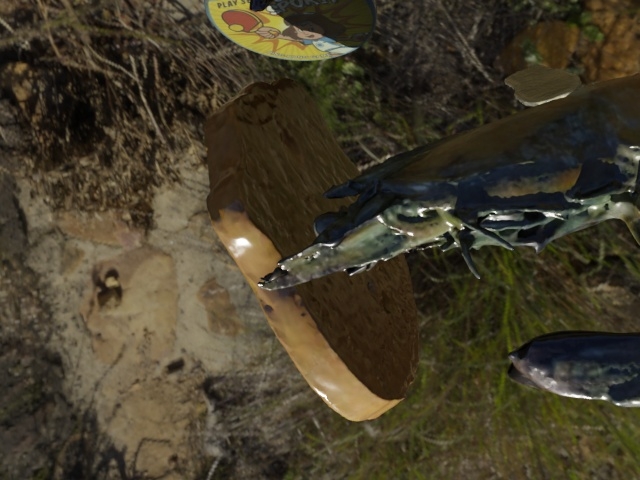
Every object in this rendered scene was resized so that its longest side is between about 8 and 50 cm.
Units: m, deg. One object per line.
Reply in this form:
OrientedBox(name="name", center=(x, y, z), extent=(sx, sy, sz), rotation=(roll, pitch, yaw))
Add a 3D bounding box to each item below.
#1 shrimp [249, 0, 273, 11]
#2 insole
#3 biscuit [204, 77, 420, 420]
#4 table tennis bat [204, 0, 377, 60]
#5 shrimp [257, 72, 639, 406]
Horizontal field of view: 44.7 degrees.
OrientedBox(name="shrimp", center=(-0.041, -0.294, 0.763), extent=(0.035, 0.148, 0.195), rotation=(26, 79, -24))
OrientedBox(name="insole", center=(0.292, -0.210, 1.034), extent=(0.081, 0.248, 0.011), rotation=(-19, 107, 9))
OrientedBox(name="biscuit", center=(-0.002, 0.001, 0.854), extent=(0.062, 0.385, 0.365), rotation=(-27, 108, 21))
OrientedBox(name="table tennis bat", center=(-0.052, -0.303, 0.950), extent=(0.215, 0.044, 0.329), rotation=(-3, 164, 21))
OrientedBox(name="shrimp", center=(0.174, 0.008, 0.548), extent=(0.445, 0.272, 0.085), rotation=(-10, 147, 3))
